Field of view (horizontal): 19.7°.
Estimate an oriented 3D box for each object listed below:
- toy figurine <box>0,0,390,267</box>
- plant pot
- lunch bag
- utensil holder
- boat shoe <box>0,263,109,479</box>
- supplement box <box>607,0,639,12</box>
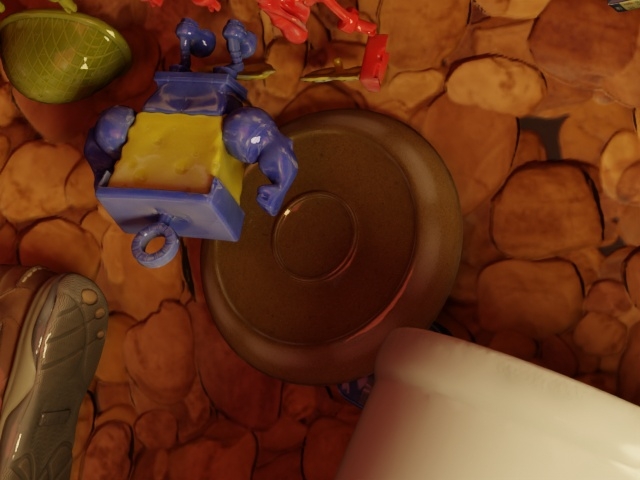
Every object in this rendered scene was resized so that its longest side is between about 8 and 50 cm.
[{"bbox_3d":[-0.143,-0.088,1.464,0.362,0.191,0.217,4,70,22],"label":"toy figurine"},{"bbox_3d":[0.000,0.000,1.502,0.236,0.032,0.236,-8,72,24],"label":"plant pot"},{"bbox_3d":[0.063,0.097,1.505,0.067,0.065,0.098,29,100,14],"label":"lunch bag"},{"bbox_3d":[0.119,0.300,1.307,0.327,0.327,0.385,22,82,15],"label":"utensil holder"},{"bbox_3d":[-0.284,0.172,1.593,0.116,0.123,0.324,19,90,23],"label":"boat shoe"},{"bbox_3d":[0.261,-0.229,1.442,0.083,0.056,0.083,-10,88,17],"label":"supplement box"}]
